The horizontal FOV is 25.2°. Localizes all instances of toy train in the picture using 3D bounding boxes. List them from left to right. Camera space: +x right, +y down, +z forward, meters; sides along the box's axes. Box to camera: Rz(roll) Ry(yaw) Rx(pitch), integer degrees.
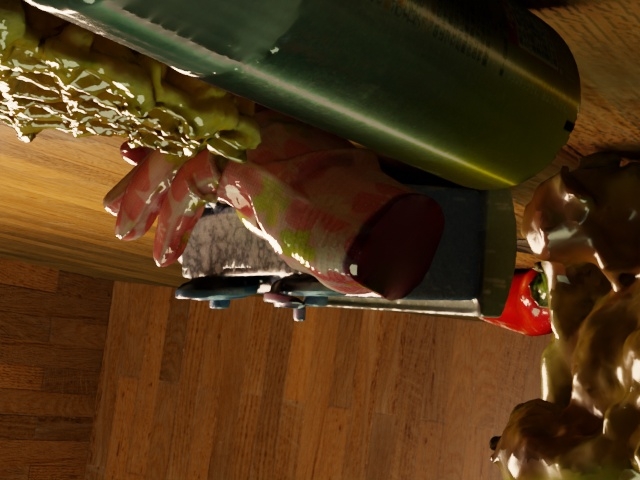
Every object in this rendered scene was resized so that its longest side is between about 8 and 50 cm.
[{"bbox_3d":[0.007,-0.001,1.206,0.202,0.131,0.299,2,179,-32],"label":"toy train"}]

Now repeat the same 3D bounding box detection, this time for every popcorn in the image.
[{"bbox_3d":[0.286,0.103,0.941,0.290,0.326,0.321,35,-170,-41],"label":"popcorn"}]

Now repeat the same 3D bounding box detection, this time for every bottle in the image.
[{"bbox_3d":[0.005,-0.082,0.514,0.082,0.082,0.286,4,173,32],"label":"bottle"}]

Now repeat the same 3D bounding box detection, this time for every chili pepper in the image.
[{"bbox_3d":[0.243,0.073,1.855,0.137,0.092,0.368,21,168,-18],"label":"chili pepper"}]

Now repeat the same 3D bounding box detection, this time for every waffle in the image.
[{"bbox_3d":[-0.167,-0.092,0.794,0.243,0.059,0.237,5,174,35],"label":"waffle"}]

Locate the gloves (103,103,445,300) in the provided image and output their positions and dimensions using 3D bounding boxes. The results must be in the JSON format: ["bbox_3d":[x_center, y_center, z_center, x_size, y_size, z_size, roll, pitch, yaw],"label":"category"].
[{"bbox_3d":[-0.040,-0.037,0.924,0.241,0.126,0.145,31,-151,31],"label":"gloves"}]

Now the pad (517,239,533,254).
[{"bbox_3d":[0.339,0.016,1.515,0.220,0.004,0.330,10,174,-23],"label":"pad"}]
